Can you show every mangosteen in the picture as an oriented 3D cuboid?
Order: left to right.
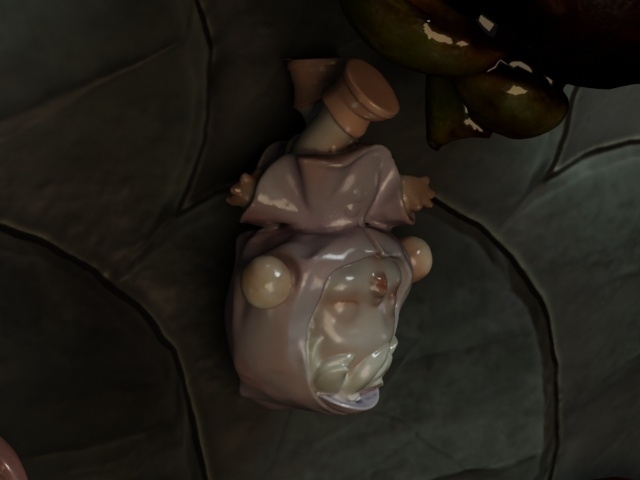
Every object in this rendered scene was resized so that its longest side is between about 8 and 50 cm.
[{"bbox_3d":[0.156,-0.215,1.108,0.307,0.307,0.347,32,106,-27],"label":"mangosteen"}]

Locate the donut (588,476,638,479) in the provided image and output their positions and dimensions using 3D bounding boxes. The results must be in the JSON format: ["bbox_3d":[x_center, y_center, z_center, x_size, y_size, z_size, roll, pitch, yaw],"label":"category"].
[{"bbox_3d":[0.240,0.279,1.410,0.184,0.073,0.166,-16,110,-18],"label":"donut"}]

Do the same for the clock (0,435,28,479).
[{"bbox_3d":[-0.255,0.180,1.132,0.166,0.162,0.093,38,87,-27],"label":"clock"}]

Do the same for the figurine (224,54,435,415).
[{"bbox_3d":[0.000,0.001,1.198,0.200,0.133,0.276,-7,107,-51],"label":"figurine"}]
